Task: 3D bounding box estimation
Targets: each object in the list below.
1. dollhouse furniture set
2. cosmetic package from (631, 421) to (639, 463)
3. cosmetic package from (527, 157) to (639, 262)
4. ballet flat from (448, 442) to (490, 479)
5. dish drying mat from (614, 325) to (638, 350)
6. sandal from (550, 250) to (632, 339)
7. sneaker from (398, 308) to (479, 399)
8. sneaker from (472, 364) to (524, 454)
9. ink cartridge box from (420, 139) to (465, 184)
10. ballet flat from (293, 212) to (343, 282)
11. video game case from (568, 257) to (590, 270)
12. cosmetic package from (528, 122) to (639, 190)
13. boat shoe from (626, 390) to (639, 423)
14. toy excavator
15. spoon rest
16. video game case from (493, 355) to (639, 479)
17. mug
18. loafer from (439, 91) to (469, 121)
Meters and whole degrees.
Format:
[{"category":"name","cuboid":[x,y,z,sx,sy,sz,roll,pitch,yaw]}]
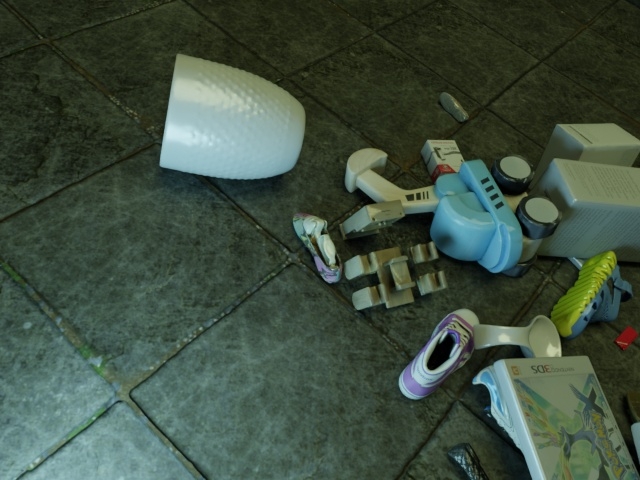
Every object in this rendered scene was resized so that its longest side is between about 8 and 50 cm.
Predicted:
[{"category":"dollhouse furniture set","cuboid":[0.153,0.044,1.372,0.212,0.161,0.242,-11,79,-23]},{"category":"cosmetic package","cuboid":[0.906,0.494,1.067,0.393,0.329,0.328,6,62,-14]},{"category":"cosmetic package","cuboid":[0.805,-0.074,1.541,0.452,0.230,0.162,5,51,-14]},{"category":"ballet flat","cuboid":[0.316,0.491,1.114,0.049,0.057,0.173,-32,59,11]},{"category":"dish drying mat","cuboid":[0.799,0.255,1.457,0.083,0.008,0.032,-28,64,-32]},{"category":"sandal","cuboid":[0.713,0.157,1.439,0.317,0.126,0.138,-38,87,-30]},{"category":"sneaker","cuboid":[0.296,0.225,1.232,0.102,0.161,0.282,37,51,15]},{"category":"sneaker","cuboid":[0.411,0.387,1.204,0.086,0.085,0.237,-30,69,12]},{"category":"ink cartridge box","cuboid":[0.373,-0.237,1.676,0.099,0.056,0.135,-3,55,-18]},{"category":"ballet flat","cuboid":[0.000,0.000,1.368,0.076,0.079,0.222,-13,58,-24]},{"category":"video game case","cuboid":[0.751,-0.015,1.642,0.173,0.022,0.190,-22,61,-29]},{"category":"cosmetic package","cuboid":[0.785,-0.220,1.665,0.224,0.224,0.138,-4,40,-20]},{"category":"boat shoe","cuboid":[0.751,0.426,1.294,0.056,0.048,0.153,-4,48,-11]},{"category":"toy excavator","cuboid":[0.326,-0.097,1.476,0.444,0.222,0.433,-10,55,-13]},{"category":"spoon rest","cuboid":[0.475,0.234,1.286,0.276,0.084,0.138,12,70,-32]},{"category":"video game case","cuboid":[0.528,0.406,1.171,0.299,0.036,0.329,5,58,-31]},{"category":"mug","cuboid":[-0.226,-0.309,1.445,0.327,0.277,0.374,9,21,-17]},{"category":"loafer","cuboid":[0.450,-0.447,1.877,0.039,0.045,0.125,-17,65,-47]}]
